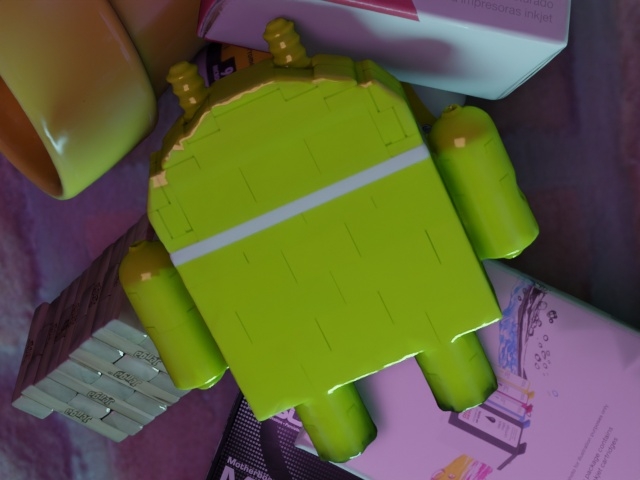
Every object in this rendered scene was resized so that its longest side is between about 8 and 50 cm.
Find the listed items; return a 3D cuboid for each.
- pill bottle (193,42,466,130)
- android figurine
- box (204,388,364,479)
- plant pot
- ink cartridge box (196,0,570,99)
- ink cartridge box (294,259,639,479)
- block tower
[{"bbox_3d":[0.027,-0.120,1.271,0.208,0.119,0.119,-24,96,19],"label":"pill bottle"},{"bbox_3d":[0.000,0.000,1.111,0.248,0.056,0.273,-25,111,8],"label":"android figurine"},{"bbox_3d":[0.002,0.211,1.400,0.190,0.045,0.184,25,110,7],"label":"box"},{"bbox_3d":[-0.154,-0.195,1.223,0.239,0.254,0.254,-38,92,-13],"label":"plant pot"},{"bbox_3d":[0.048,-0.251,1.136,0.207,0.117,0.283,10,75,-14],"label":"ink cartridge box"},{"bbox_3d":[0.130,0.111,1.254,0.232,0.171,0.168,26,93,9],"label":"ink cartridge box"},{"bbox_3d":[-0.090,0.031,1.285,0.097,0.091,0.335,30,137,-24],"label":"block tower"}]
